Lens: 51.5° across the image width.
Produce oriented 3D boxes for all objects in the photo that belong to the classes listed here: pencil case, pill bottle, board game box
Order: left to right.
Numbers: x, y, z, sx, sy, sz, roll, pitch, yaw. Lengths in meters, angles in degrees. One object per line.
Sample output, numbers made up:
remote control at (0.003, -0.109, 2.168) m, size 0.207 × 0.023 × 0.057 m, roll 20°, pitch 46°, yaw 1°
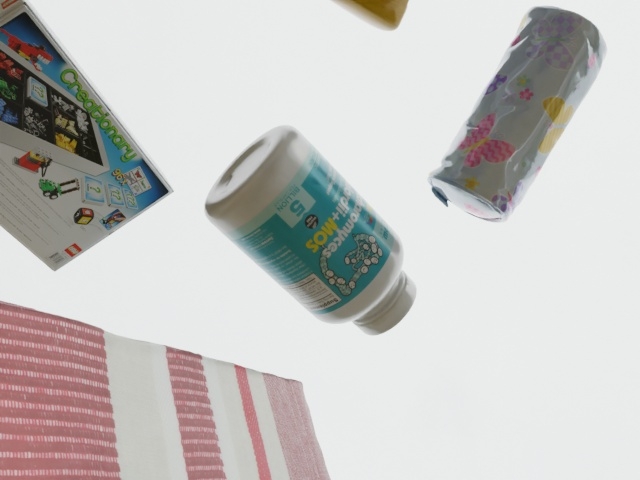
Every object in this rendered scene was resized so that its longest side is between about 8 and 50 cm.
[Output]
board game box at (-0.333, -0.111, 0.782) m, size 0.193 × 0.305 × 0.053 m, roll -34°, pitch -132°, yaw -4°
pill bottle at (0.000, 0.000, 0.795) m, size 0.146 × 0.146 × 0.264 m, roll -39°, pitch -66°, yaw 17°
pencil case at (0.244, -0.158, 0.833) m, size 0.124 × 0.113 × 0.273 m, roll 27°, pitch -95°, yaw 41°

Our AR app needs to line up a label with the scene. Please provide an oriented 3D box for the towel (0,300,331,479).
towel at (-0.080, 0.166, 0.362) m, size 0.037 × 0.329 × 0.237 m, roll -33°, pitch -124°, yaw 19°

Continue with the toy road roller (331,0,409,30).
toy road roller at (0.051, -0.441, 0.913) m, size 0.329 × 0.202 × 0.241 m, roll 35°, pitch -76°, yaw 40°
